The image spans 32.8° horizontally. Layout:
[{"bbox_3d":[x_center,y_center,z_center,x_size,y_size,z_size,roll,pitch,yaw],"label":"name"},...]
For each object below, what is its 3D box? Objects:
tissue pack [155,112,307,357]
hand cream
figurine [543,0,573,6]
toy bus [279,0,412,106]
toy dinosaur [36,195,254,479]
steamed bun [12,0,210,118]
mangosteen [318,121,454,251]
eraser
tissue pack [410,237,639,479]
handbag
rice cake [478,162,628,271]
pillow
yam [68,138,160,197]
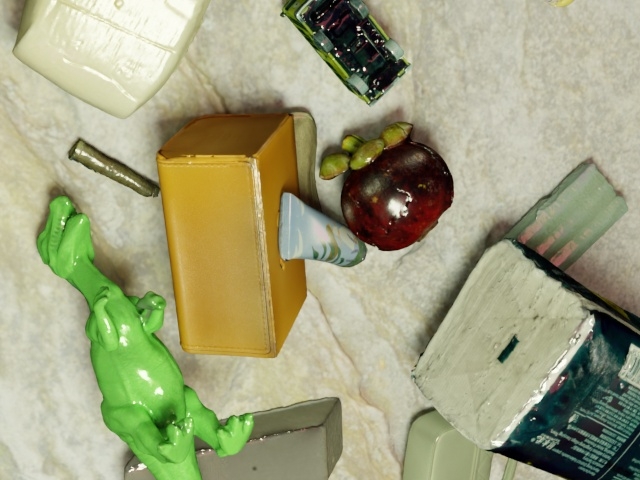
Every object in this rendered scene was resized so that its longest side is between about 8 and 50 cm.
[{"bbox_3d":[-0.112,-0.009,1.428,0.145,0.194,0.274,-1,111,11],"label":"tissue pack"},{"bbox_3d":[0.000,0.000,1.482,0.256,0.055,0.088,20,72,-64],"label":"hand cream"},{"bbox_3d":[0.290,-0.380,1.524,0.187,0.083,0.083,13,105,-11],"label":"figurine"},{"bbox_3d":[0.031,-0.272,1.445,0.088,0.101,0.175,-44,122,0],"label":"toy bus"},{"bbox_3d":[-0.272,0.227,1.467,0.144,0.374,0.500,-28,145,-39],"label":"toy dinosaur"},{"bbox_3d":[-0.247,-0.291,1.310,0.200,0.155,0.250,30,104,-23],"label":"steamed bun"},{"bbox_3d":[0.096,-0.080,1.517,0.166,0.166,0.180,-39,93,-2],"label":"mangosteen"},{"bbox_3d":[-0.122,0.328,1.632,0.353,0.077,0.111,-10,115,-16],"label":"eraser"},{"bbox_3d":[0.384,0.212,1.639,0.417,0.253,0.264,27,101,-37],"label":"tissue pack"},{"bbox_3d":[0.236,0.381,1.785,0.219,0.079,0.256,-6,112,-33],"label":"handbag"},{"bbox_3d":[0.362,-0.009,1.695,0.237,0.043,0.127,-46,117,1],"label":"rice cake"},{"bbox_3d":[-0.060,-0.072,1.525,0.130,0.033,0.217,-9,113,-9],"label":"pillow"},{"bbox_3d":[-0.273,-0.089,1.446,0.129,0.027,0.033,32,65,-25],"label":"yam"}]
